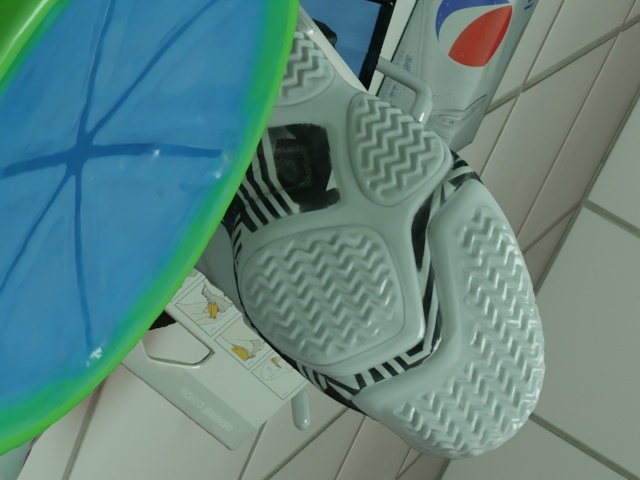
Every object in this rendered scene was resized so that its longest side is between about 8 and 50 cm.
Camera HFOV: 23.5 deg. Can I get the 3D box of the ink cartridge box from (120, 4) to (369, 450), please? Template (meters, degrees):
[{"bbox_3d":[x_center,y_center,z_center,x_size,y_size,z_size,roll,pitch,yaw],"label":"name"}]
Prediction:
[{"bbox_3d":[-0.049,-0.004,1.123,0.261,0.066,0.296,-38,137,4],"label":"ink cartridge box"}]

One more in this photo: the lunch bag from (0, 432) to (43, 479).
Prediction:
[{"bbox_3d":[-0.214,0.068,0.790,0.223,0.160,0.262,-61,159,3],"label":"lunch bag"}]

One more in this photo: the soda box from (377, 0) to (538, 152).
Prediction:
[{"bbox_3d":[0.151,-0.224,1.506,0.098,0.091,0.286,-31,148,-59],"label":"soda box"}]

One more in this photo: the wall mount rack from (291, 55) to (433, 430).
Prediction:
[{"bbox_3d":[0.000,0.000,1.386,0.304,0.130,0.350,-57,164,-7],"label":"wall mount rack"}]

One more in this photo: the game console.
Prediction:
[{"bbox_3d":[-0.014,-0.143,1.164,0.085,0.124,0.144,-82,-173,-48],"label":"game console"}]

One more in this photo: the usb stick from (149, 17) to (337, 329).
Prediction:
[{"bbox_3d":[-0.075,-0.046,1.158,0.077,0.045,0.278,1,127,-52],"label":"usb stick"}]

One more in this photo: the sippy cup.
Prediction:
[{"bbox_3d":[-0.161,-0.073,0.554,0.240,0.224,0.305,-56,164,-19],"label":"sippy cup"}]

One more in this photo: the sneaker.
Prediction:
[{"bbox_3d":[-0.024,-0.017,0.872,0.137,0.366,0.210,-42,169,-12],"label":"sneaker"}]
